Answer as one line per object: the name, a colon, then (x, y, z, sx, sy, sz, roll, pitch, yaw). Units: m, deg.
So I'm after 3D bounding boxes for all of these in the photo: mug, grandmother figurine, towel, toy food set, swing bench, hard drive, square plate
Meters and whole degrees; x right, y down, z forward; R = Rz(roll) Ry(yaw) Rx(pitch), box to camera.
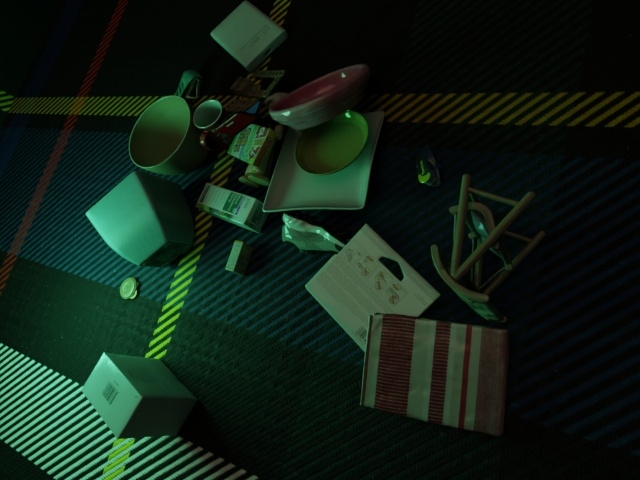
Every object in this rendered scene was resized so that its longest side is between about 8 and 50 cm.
mug: (-0.362, -0.382, 1.674, 0.150, 0.169, 0.113, -48, 60, -1)
grandmother figurine: (-0.176, -0.346, 1.613, 0.208, 0.104, 0.342, 3, 71, 45)
towel: (0.263, 0.304, 1.124, 0.329, 0.037, 0.237, 4, 84, 23)
toy food set: (-0.697, 0.173, 1.744, 0.083, 0.020, 0.082, -9, 67, 26)
swing bench: (0.369, 0.030, 1.078, 0.165, 0.253, 0.254, 23, 83, 33)
hard drive: (-0.282, -0.801, 1.864, 0.203, 0.040, 0.307, -42, 57, 2)
square plate: (0.014, -0.233, 1.469, 0.344, 0.049, 0.347, 1, 63, 28)

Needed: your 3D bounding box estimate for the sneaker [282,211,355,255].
sneaker: (0.000, 0.000, 1.398, 0.271, 0.100, 0.108, 22, 108, 30)

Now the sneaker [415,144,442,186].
sneaker: (0.302, -0.205, 1.327, 0.053, 0.059, 0.144, -42, 34, 46)

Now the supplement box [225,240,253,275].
supplement box: (-0.257, 0.057, 1.523, 0.036, 0.062, 0.098, 11, 78, 30)

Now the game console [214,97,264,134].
game console: (-0.267, -0.413, 1.568, 0.144, 0.124, 0.085, -21, 77, 43)

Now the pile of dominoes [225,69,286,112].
pile of dominoes: (-0.250, -0.541, 1.708, 0.196, 0.040, 0.251, -55, 37, -7)

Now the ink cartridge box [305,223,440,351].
ink cartridge box: (0.133, 0.133, 1.250, 0.239, 0.060, 0.275, -46, 70, 5)

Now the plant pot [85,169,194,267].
plant pot: (-0.585, -0.047, 1.644, 0.247, 0.248, 0.252, -36, 75, 12)

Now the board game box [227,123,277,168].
board game box: (-0.231, -0.317, 1.559, 0.124, 0.039, 0.259, -63, 32, 3)

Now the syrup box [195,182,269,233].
syrup box: (-0.289, -0.108, 1.583, 0.237, 0.096, 0.093, 19, 81, 34)

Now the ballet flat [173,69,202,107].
ballet flat: (-0.539, -0.564, 1.903, 0.087, 0.083, 0.247, 19, 83, 18)

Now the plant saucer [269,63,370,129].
plant saucer: (0.006, -0.435, 1.475, 0.332, 0.084, 0.332, -21, 27, 11)

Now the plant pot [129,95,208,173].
plant pot: (-0.521, -0.352, 1.744, 0.284, 0.191, 0.284, -11, 66, 26)

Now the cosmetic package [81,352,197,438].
cosmetic package: (-0.535, 0.461, 1.426, 0.224, 0.225, 0.138, 31, 90, 34)

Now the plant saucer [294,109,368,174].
plant saucer: (0.036, -0.287, 1.433, 0.241, 0.037, 0.241, -13, 56, 21)
